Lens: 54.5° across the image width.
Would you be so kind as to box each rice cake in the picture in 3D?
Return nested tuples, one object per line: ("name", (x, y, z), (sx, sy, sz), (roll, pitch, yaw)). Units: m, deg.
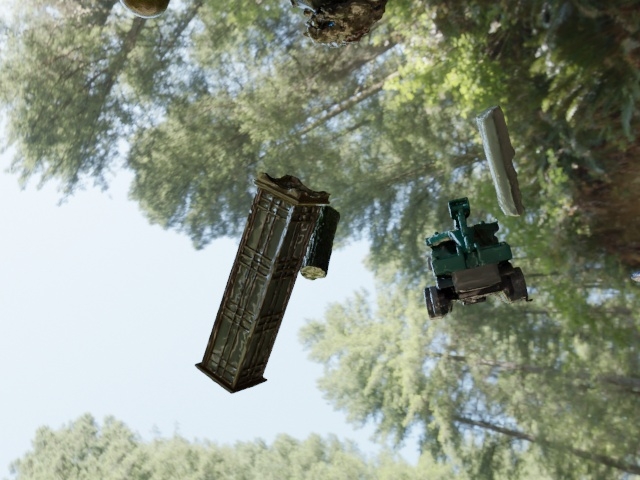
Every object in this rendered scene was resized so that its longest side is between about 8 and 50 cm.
("rice cake", (0.396, -0.171, 1.350), (0.052, 0.057, 0.256), (-25, -67, -5))

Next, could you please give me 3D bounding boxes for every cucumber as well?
("cucumber", (-0.001, 0.000, 1.202), (0.058, 0.058, 0.187), (38, -143, -20))

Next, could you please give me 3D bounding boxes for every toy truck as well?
("toy truck", (0.270, 0.043, 1.127), (0.176, 0.363, 0.178), (-13, -100, 10))

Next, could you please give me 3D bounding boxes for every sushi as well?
("sushi", (0.048, -0.579, 1.495), (0.225, 0.238, 0.219), (-42, -64, -46))

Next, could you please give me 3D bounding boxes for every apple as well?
("apple", (-0.273, -0.394, 0.969), (0.074, 0.089, 0.090), (14, -103, -46))

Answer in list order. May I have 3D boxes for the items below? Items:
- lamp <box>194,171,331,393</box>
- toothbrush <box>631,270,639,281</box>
("lamp", (-0.088, 0.065, 0.933), (0.090, 0.089, 0.326), (-5, -61, -57))
("toothbrush", (0.439, 0.062, 0.663), (0.021, 0.269, 0.027), (20, -88, -20))
